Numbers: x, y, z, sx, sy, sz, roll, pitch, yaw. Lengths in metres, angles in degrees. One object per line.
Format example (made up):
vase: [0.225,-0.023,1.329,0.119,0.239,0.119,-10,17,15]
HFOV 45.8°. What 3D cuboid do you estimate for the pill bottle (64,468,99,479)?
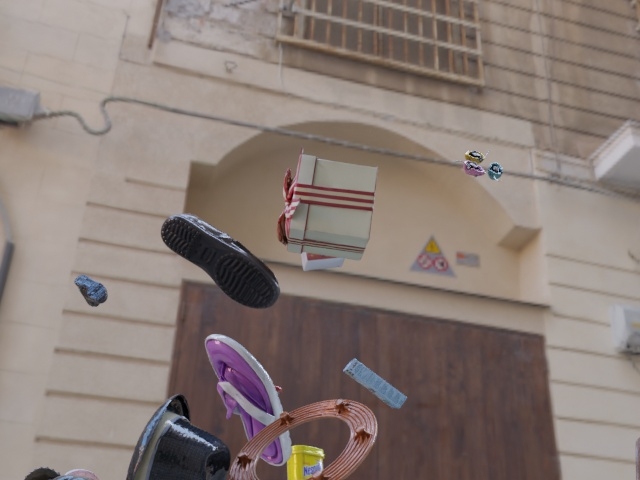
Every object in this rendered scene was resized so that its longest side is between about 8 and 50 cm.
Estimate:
pill bottle: [-0.629,0.671,1.986,0.121,0.121,0.216,16,-8,-22]

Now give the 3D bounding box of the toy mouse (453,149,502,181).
toy mouse: [0.433,-0.188,2.026,0.161,0.143,0.031,-6,-47,-33]

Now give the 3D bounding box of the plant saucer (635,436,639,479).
plant saucer: [0.649,0.469,1.521,0.029,0.168,0.168,-1,-28,23]

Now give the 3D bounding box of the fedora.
fedora: [-0.280,0.485,1.566,0.153,0.334,0.334,15,-27,10]

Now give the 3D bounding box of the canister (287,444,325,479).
canister: [-0.041,0.677,2.144,0.073,0.169,0.126,-22,-33,32]

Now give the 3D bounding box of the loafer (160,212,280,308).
loafer: [-0.251,0.037,2.048,0.366,0.130,0.134,40,-65,-5]

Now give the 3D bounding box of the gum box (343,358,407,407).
gum box: [0.155,0.416,2.196,0.184,0.041,0.157,37,-11,5]

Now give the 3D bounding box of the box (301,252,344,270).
box: [0.000,0.000,2.454,0.130,0.170,0.091,-6,-24,-12]

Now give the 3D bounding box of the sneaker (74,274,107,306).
sneaker: [-0.616,0.148,2.065,0.170,0.051,0.089,27,-31,39]

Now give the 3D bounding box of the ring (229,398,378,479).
ring: [-0.041,0.432,1.592,0.337,0.336,0.032,-14,-70,27]

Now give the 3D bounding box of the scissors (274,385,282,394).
scissors: [-0.219,0.500,2.422,0.109,0.021,0.297,14,-29,-24]

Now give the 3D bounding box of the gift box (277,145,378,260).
gift box: [0.016,-0.105,2.154,0.258,0.255,0.276,8,-23,0]

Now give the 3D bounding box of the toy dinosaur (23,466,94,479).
toy dinosaur: [-0.507,0.519,1.494,0.314,0.160,0.121,-11,-48,30]

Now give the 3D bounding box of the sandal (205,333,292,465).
sandal: [-0.181,0.417,1.887,0.169,0.102,0.416,-5,-61,39]
